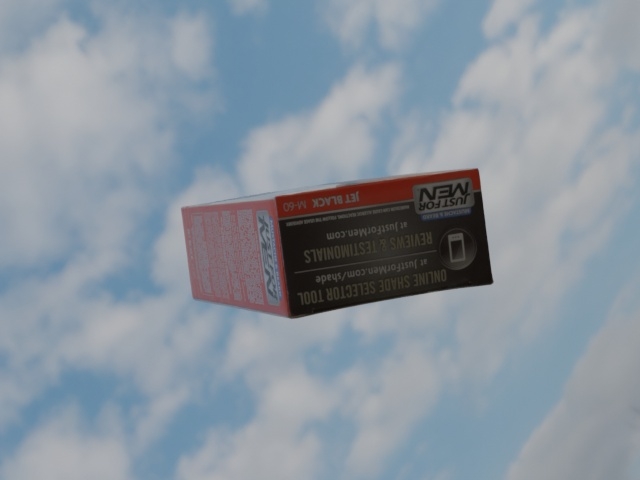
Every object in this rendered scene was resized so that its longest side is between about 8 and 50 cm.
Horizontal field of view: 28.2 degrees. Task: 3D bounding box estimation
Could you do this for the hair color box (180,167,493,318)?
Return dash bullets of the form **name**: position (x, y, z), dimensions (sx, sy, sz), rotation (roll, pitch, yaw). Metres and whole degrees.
- **hair color box**: position (0.000, 0.000, 0.588), dimensions (0.093, 0.167, 0.053), rotation (-9, -86, -19)
